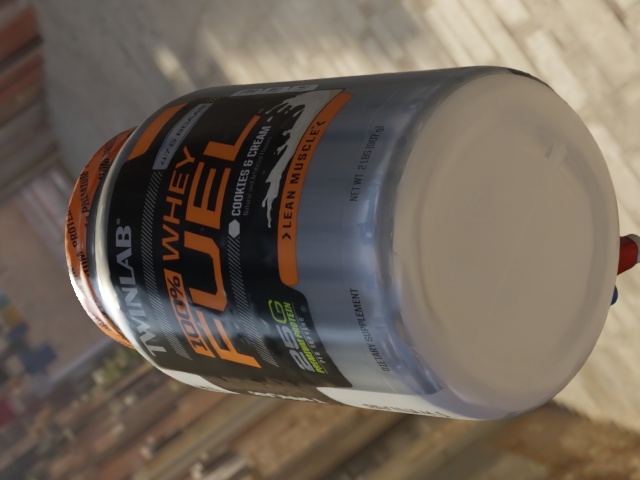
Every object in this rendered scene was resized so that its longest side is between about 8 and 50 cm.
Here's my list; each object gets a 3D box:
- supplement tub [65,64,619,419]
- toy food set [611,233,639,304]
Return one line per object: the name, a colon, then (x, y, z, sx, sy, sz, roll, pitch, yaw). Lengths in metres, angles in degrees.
supplement tub: (0.000, 0.000, 1.065, 0.316, 0.193, 0.193, 0, 131, 48)
toy food set: (0.186, -0.008, 1.417, 0.111, 0.104, 0.232, 24, 123, 48)
